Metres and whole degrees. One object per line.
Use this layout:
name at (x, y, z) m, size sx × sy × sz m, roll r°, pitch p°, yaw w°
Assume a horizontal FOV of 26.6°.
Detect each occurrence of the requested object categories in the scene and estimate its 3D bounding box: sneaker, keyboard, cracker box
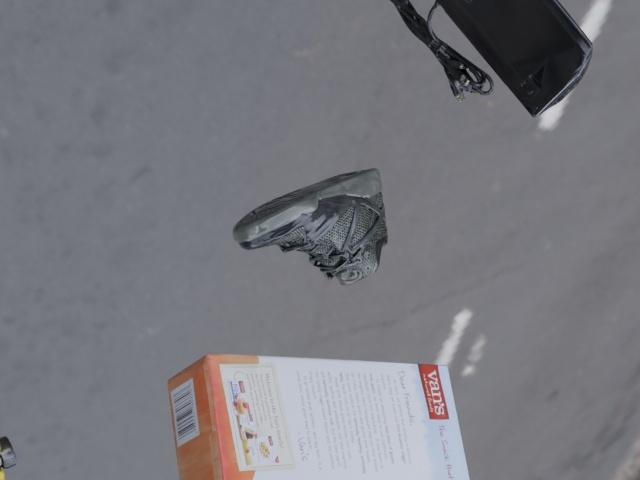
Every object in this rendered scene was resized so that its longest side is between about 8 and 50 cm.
sneaker at (0.000, 0.000, 1.559) m, size 0.087 × 0.130 × 0.227 m, roll -11°, pitch -174°, yaw 41°
keyboard at (0.134, -0.257, 1.360) m, size 0.033 × 0.317 × 0.201 m, roll -34°, pitch 173°, yaw -31°
cracker box at (0.006, 0.173, 1.031) m, size 0.232 × 0.156 × 0.067 m, roll 6°, pitch 153°, yaw -34°

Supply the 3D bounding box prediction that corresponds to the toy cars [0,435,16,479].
toy cars at (-0.447, 0.221, 1.404) m, size 0.176 × 0.087 × 0.393 m, roll -41°, pitch 146°, yaw 12°
